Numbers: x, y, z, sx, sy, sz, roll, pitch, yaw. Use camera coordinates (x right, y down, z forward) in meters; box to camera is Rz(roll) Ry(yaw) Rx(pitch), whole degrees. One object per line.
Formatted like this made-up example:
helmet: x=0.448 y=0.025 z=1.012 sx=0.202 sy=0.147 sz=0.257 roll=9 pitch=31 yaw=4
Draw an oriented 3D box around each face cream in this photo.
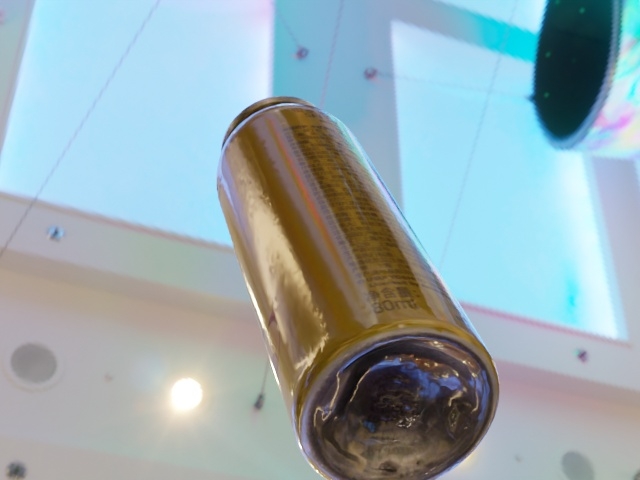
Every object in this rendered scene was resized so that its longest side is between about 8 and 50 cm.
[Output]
face cream: x=0.000 y=0.000 z=0.681 sx=0.105 sy=0.105 sz=0.349 roll=11 pitch=-155 yaw=-20
